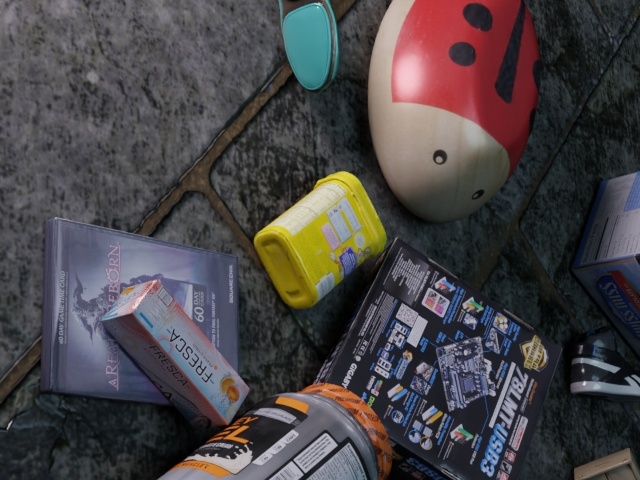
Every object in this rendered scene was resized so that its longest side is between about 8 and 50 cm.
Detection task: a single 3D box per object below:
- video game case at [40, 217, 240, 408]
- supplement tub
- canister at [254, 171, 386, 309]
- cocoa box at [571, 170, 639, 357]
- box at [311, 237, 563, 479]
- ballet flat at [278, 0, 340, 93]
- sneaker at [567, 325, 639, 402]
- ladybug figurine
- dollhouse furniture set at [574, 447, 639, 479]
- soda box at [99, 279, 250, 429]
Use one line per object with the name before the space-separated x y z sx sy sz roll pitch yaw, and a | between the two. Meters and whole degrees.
video game case | -0.202 0.092 1.489 0.274 0.026 0.196 14 69 -45
supplement tub | -0.065 0.299 1.449 0.316 0.193 0.193 -32 103 -47
canister | 0.000 0.000 1.697 0.170 0.073 0.126 -39 107 -44
cocoa box | 0.643 0.062 2.248 0.347 0.228 0.231 48 49 -26
box | 0.160 0.186 1.733 0.293 0.073 0.295 34 51 -7
ballet flat | -0.016 -0.329 1.774 0.087 0.083 0.247 -25 99 -62
sneaker | 0.503 0.208 2.166 0.217 0.079 0.121 13 71 -43
ladybug figurine | 0.220 -0.240 1.935 0.305 0.162 0.449 35 55 -35
dollhouse furniture set | 0.472 0.457 1.970 0.161 0.212 0.242 62 17 -11
soda box | -0.164 0.131 1.453 0.183 0.063 0.058 53 47 -21
